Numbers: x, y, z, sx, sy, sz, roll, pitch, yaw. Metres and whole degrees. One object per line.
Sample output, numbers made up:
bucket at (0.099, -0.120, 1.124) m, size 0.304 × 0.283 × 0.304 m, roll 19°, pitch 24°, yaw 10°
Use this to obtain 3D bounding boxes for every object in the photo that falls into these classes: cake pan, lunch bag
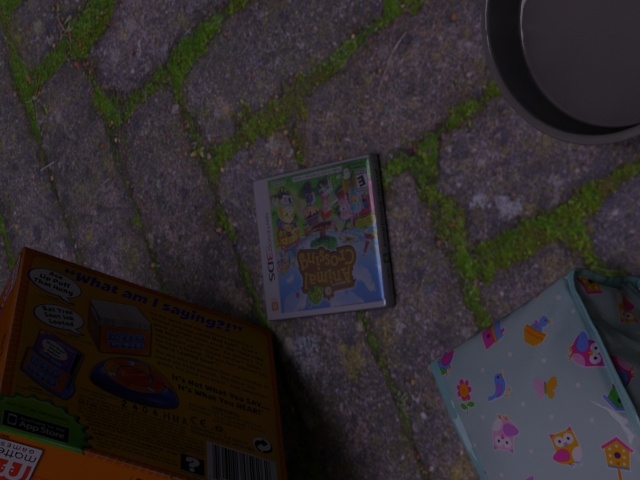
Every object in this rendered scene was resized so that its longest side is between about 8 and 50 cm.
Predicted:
cake pan at (0.304, -0.246, 1.313) m, size 0.293 × 0.054 × 0.293 m, roll 2°, pitch 92°, yaw 43°
lunch bag at (0.270, 0.193, 1.290) m, size 0.223 × 0.160 × 0.262 m, roll -39°, pitch 60°, yaw 35°

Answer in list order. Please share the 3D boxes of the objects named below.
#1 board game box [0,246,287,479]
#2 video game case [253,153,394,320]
board game box at (-0.282, 0.293, 1.573) m, size 0.356 × 0.356 × 0.356 m, roll -60°, pitch 20°, yaw 27°
video game case at (0.000, 0.000, 1.620) m, size 0.212 × 0.023 × 0.193 m, roll -10°, pitch 85°, yaw 42°
